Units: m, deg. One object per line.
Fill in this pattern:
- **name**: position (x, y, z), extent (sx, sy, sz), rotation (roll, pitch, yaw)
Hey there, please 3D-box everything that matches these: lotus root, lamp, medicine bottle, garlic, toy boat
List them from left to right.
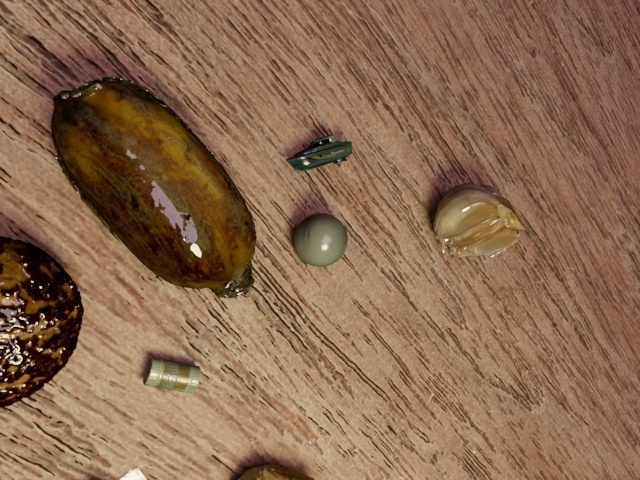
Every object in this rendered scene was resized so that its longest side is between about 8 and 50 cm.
- **lotus root**: position (-0.241, -0.072, 0.720), extent (0.196, 0.179, 0.397), rotation (-41, 105, -21)
- **medicine bottle**: position (-0.247, 0.226, 0.778), extent (0.083, 0.047, 0.047), rotation (20, 79, -26)
- **toy boat**: position (-0.006, -0.171, 0.920), extent (0.141, 0.055, 0.060), rotation (-21, 105, -27)
- **lamp**: position (0.000, 0.000, 0.890), extent (0.105, 0.105, 0.105), rotation (1, 87, -28)
- **garlic**: position (0.346, -0.056, 1.065), extent (0.229, 0.178, 0.142), rotation (23, 45, -43)

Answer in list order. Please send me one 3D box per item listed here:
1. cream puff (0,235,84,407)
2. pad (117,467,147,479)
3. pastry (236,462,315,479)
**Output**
- **cream puff**: position (-0.444, 0.107, 0.613), extent (0.239, 0.165, 0.238), rotation (2, 87, -31)
- **pad**: position (-0.306, 0.508, 0.758), extent (0.156, 0.004, 0.232), rotation (-34, 103, -25)
- **pastry**: position (-0.084, 0.502, 0.826), extent (0.193, 0.093, 0.182), rotation (31, 71, -22)
